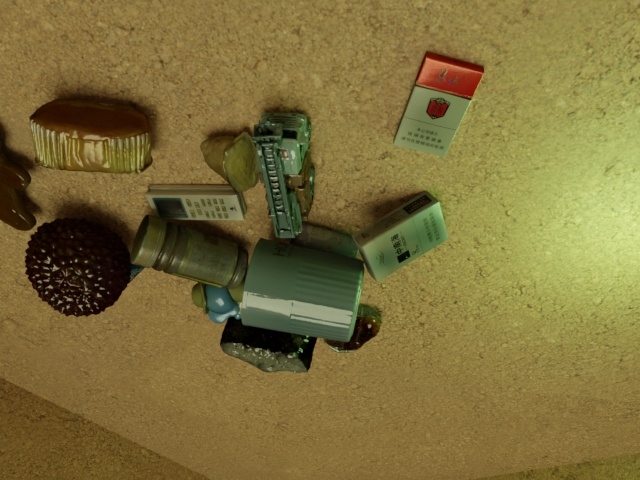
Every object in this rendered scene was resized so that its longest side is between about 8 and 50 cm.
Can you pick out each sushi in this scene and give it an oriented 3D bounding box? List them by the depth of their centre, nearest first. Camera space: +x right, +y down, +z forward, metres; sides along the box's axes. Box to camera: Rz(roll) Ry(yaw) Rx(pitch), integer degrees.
[{"bbox_3d":[-0.179,0.353,1.972,0.349,0.207,0.234,12,150,7],"label":"sushi"}]

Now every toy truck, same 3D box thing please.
[{"bbox_3d":[-0.093,-0.171,1.396,0.133,0.184,0.338,3,137,6],"label":"toy truck"}]

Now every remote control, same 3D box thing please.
[{"bbox_3d":[-0.362,-0.108,1.611,0.278,0.055,0.102,1,136,10],"label":"remote control"}]

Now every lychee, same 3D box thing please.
[{"bbox_3d":[-0.743,0.080,1.710,0.306,0.305,0.330,-16,143,26],"label":"lychee"}]

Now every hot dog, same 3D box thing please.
[{"bbox_3d":[0.110,0.323,1.965,0.163,0.081,0.270,21,138,-9],"label":"hot dog"}]

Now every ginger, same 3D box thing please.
[{"bbox_3d":[-0.241,-0.203,1.471,0.123,0.115,0.193,18,149,23],"label":"ginger"}]

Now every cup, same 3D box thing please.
[{"bbox_3d":[-0.044,0.159,1.621,0.312,0.256,0.331,11,160,4],"label":"cup"}]

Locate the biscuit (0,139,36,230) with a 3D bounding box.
[{"bbox_3d":[-0.965,-0.207,1.616,0.283,0.064,0.431,18,136,5],"label":"biscuit"}]

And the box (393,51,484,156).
[{"bbox_3d":[0.269,-0.309,1.288,0.139,0.035,0.245,14,138,-4],"label":"box"}]

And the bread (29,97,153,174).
[{"bbox_3d":[-0.569,-0.269,1.395,0.289,0.204,0.156,8,120,-2],"label":"bread"}]

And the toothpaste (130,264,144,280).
[{"bbox_3d":[-0.616,0.076,1.870,0.069,0.047,0.268,41,127,-12],"label":"toothpaste"}]

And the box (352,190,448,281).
[{"bbox_3d":[0.221,-0.009,1.511,0.243,0.067,0.155,-30,130,-6],"label":"box"}]

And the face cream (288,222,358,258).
[{"bbox_3d":[0.000,0.000,1.642,0.230,0.075,0.075,15,137,-6],"label":"face cream"}]

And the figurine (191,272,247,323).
[{"bbox_3d":[-0.299,0.185,1.847,0.262,0.153,0.179,10,126,6],"label":"figurine"}]

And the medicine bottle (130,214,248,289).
[{"bbox_3d":[-0.391,0.042,1.675,0.323,0.151,0.151,19,138,-26],"label":"medicine bottle"}]
